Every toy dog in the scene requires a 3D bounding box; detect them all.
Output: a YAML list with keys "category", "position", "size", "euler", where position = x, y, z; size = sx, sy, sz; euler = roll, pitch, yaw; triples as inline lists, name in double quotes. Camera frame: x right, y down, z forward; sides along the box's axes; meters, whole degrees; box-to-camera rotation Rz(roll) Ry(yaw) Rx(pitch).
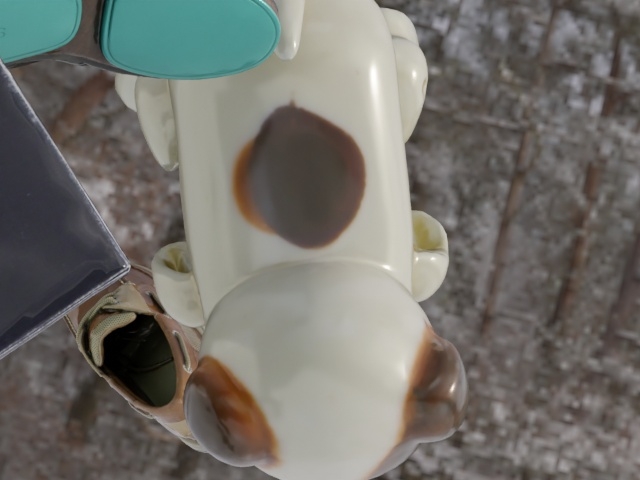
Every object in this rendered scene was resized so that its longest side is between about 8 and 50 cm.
- category: "toy dog"
  position: [0.000, 0.000, 1.331]
  size: [0.284, 0.408, 0.395]
  euler: [-3, -16, -15]

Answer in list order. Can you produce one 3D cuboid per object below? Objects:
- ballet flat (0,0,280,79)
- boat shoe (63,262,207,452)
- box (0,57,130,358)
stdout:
- category: "ballet flat"
  position: [-0.158, -0.161, 1.026]
  size: [0.280, 0.095, 0.096]
  euler: [-3, 39, -36]
- category: "boat shoe"
  position: [-0.195, 0.102, 1.694]
  size: [0.324, 0.123, 0.120]
  euler: [34, 3, 43]
- category: "box"
  position: [-0.327, 0.051, 0.857]
  size: [0.179, 0.343, 0.312]
  euler: [58, -27, -6]
